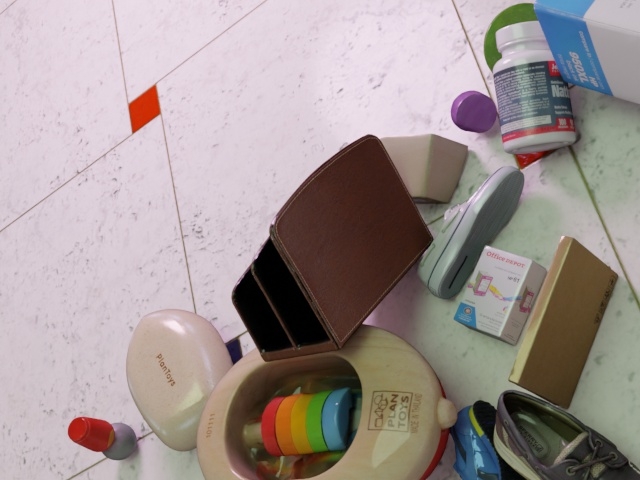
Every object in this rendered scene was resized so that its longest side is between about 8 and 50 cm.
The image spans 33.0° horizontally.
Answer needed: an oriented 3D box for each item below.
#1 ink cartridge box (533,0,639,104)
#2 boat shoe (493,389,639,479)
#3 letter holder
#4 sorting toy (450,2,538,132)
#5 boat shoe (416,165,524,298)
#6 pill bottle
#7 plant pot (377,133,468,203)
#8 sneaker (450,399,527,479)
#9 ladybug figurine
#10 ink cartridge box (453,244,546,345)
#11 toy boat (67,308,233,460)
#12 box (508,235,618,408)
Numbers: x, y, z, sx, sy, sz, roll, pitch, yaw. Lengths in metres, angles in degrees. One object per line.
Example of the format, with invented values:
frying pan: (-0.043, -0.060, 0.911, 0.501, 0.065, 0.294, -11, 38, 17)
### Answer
ink cartridge box: (0.529, -0.305, 1.398, 0.285, 0.166, 0.395, -49, 45, -13)
boat shoe: (0.322, 0.281, 1.352, 0.103, 0.092, 0.285, -37, 41, -17)
letter holder: (0.000, 0.000, 1.597, 0.152, 0.214, 0.302, -14, 21, 41)
sorting toy: (0.315, -0.334, 1.698, 0.365, 0.127, 0.126, -55, 18, 9)
boat shoe: (0.215, -0.023, 1.626, 0.076, 0.083, 0.226, 38, 97, 42)
pill bottle: (0.310, -0.224, 1.588, 0.108, 0.108, 0.180, -10, 86, 36)
plant pot: (0.158, -0.109, 1.705, 0.109, 0.109, 0.096, 1, 85, 39)
sneaker: (0.233, 0.324, 1.474, 0.082, 0.069, 0.209, -47, 48, 34)
ladybug figurine: (0.015, 0.280, 1.591, 0.449, 0.162, 0.305, -9, 61, 39)
ink cartridge box: (0.260, 0.078, 1.565, 0.088, 0.052, 0.122, 19, 82, 43)
toy boat: (-0.282, 0.271, 1.875, 0.318, 0.148, 0.267, -36, 56, 12)
box: (0.322, 0.111, 1.423, 0.021, 0.164, 0.201, 18, 82, 40)
